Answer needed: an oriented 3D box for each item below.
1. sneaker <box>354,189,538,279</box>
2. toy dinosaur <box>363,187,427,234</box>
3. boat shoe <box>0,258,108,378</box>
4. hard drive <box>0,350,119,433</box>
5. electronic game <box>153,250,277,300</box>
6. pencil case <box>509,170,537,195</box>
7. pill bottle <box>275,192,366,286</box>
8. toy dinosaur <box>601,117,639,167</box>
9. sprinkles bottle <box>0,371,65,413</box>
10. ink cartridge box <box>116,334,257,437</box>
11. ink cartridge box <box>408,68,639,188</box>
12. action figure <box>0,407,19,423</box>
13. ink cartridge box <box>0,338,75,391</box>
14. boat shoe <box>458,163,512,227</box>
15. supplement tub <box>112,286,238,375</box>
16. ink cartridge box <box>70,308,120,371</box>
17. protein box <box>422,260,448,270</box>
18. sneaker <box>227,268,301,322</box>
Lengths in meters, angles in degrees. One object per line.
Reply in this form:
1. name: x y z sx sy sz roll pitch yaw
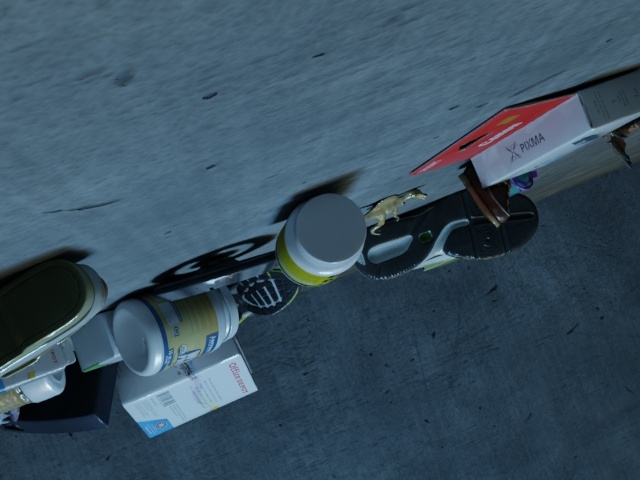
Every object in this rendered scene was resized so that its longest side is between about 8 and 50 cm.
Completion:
1. sneaker: 0.286 -0.024 2.144 0.447 0.169 0.257 -13 -177 -1
2. toy dinosaur: 0.109 -0.053 1.650 0.183 0.053 0.093 -27 161 -18
3. boat shoe: -0.387 0.120 1.035 0.302 0.113 0.103 -23 169 5
4. hard drive: -0.544 0.306 1.811 0.254 0.172 0.054 -5 152 18
5. electronic game: -0.178 0.057 1.535 0.229 0.048 0.229 -16 -179 0
6. pencil case: 0.404 -0.120 1.943 0.070 0.065 0.151 -1 166 -25
7. pill bottle: 0.000 0.000 1.306 0.119 0.119 0.208 -20 174 -11
8. toy dinosaur: 0.569 -0.212 1.447 0.200 0.127 0.296 -13 167 -11
9. sprinkles bottle: -0.624 0.268 1.509 0.355 0.121 0.121 -21 174 -1
10. ink cartridge box: -0.309 0.271 1.970 0.270 0.197 0.198 -23 146 -6
11. ink cartridge box: 0.314 -0.149 1.338 0.261 0.066 0.296 -20 174 -24
12. action figure: -0.716 0.338 1.664 0.285 0.185 0.099 -21 147 -46
13. ink cartridge box: -0.472 0.181 1.405 0.143 0.092 0.090 -19 174 -21
14. boat shoe: 0.293 -0.092 1.529 0.073 0.073 0.207 -35 -156 12
15. supplement tub: -0.267 0.155 1.637 0.199 0.144 0.144 -18 173 -40
16. ink cartridge box: -0.361 0.176 1.759 0.219 0.093 0.160 -17 173 -41
17. protein box: 0.365 -0.026 2.323 0.199 0.136 0.201 -25 173 28
18. sneaker: -0.141 0.119 2.100 0.121 0.111 0.300 -30 -173 -42
